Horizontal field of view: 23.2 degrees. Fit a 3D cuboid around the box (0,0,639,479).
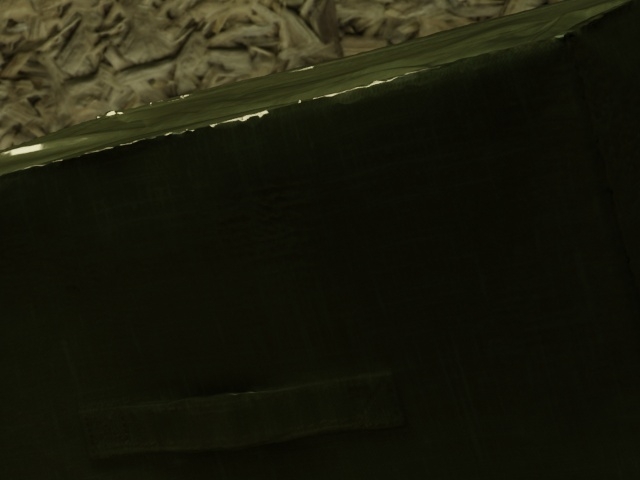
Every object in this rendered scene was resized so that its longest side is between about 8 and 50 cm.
[{"bbox_3d":[0.007,0.024,0.467,0.231,0.149,0.155,-11,10,30],"label":"box"}]
